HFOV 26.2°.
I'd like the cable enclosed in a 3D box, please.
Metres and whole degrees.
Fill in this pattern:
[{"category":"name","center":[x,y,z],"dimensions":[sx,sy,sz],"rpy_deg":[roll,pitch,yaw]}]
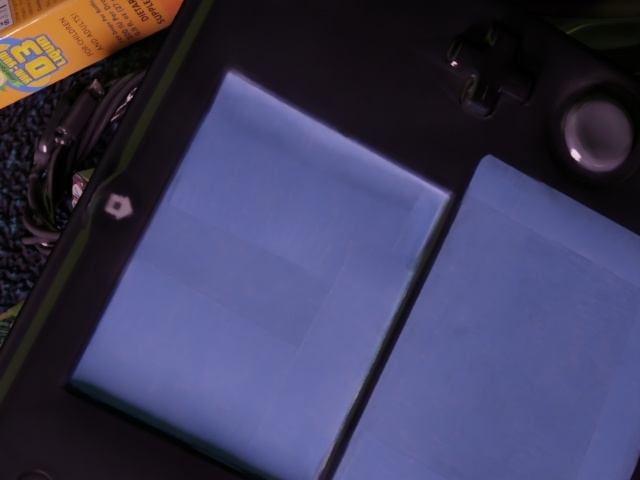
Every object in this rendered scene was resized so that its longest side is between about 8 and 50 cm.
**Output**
[{"category":"cable","center":[-0.150,-0.051,1.030],"dimensions":[0.151,0.047,0.184],"rpy_deg":[6,58,22]}]

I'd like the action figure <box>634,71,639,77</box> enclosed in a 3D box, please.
[{"category":"action figure","center":[0.140,-0.076,0.874],"dimensions":[0.232,0.137,0.063],"rpy_deg":[10,72,40]}]

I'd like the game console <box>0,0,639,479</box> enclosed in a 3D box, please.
[{"category":"game console","center":[0.034,0.056,0.689],"dimensions":[0.386,0.342,0.060],"rpy_deg":[-64,16,-12]}]

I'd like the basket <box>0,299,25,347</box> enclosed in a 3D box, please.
[{"category":"basket","center":[-0.169,0.164,0.784],"dimensions":[0.255,0.201,0.289],"rpy_deg":[30,64,36]}]

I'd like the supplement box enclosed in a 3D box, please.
[{"category":"supplement box","center":[-0.221,-0.182,1.125],"dimensions":[0.233,0.078,0.080],"rpy_deg":[-24,54,9]}]

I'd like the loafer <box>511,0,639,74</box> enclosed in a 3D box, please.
[{"category":"loafer","center":[0.235,-0.131,0.865],"dimensions":[0.302,0.109,0.095],"rpy_deg":[9,58,33]}]

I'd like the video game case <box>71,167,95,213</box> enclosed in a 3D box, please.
[{"category":"video game case","center":[0.000,0.000,0.839],"dimensions":[0.232,0.042,0.210],"rpy_deg":[-16,40,-37]}]
